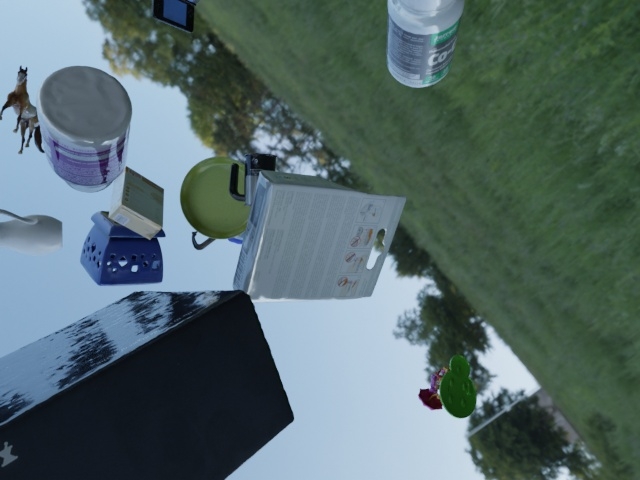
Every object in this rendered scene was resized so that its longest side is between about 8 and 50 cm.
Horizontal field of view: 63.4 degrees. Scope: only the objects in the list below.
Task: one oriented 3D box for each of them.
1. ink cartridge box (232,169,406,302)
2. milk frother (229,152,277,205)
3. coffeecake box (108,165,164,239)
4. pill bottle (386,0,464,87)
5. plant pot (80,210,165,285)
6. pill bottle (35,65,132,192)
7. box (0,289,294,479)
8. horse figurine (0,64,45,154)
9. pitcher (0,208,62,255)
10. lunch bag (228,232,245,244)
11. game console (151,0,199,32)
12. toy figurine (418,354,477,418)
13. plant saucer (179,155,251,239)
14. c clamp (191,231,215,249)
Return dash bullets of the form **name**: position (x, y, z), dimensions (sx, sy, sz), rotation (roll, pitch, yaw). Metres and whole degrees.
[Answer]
- **ink cartridge box**: position (0.000, 0.000, 1.278), dimensions (0.384, 0.309, 0.091), rotation (1, -153, -33)
- **milk frother**: position (-0.161, -0.158, 1.387), dimensions (0.129, 0.135, 0.143), rotation (4, -177, 28)
- **coffeecake box**: position (-0.551, -0.115, 1.564), dimensions (0.142, 0.068, 0.186), rotation (35, -152, -38)
- **pill bottle**: position (0.285, -0.610, 1.437), dimensions (0.204, 0.204, 0.361), rotation (51, 174, 18)
- **plant pot**: position (-0.694, 0.019, 1.839), dimensions (0.235, 0.212, 0.235), rotation (2, -162, -42)
- **pill bottle**: position (-0.488, -0.211, 1.082), dimensions (0.169, 0.301, 0.170), rotation (7, -110, -21)
- **box**: position (-0.400, 0.319, 0.984), dimensions (0.479, 0.471, 0.298), rotation (-29, -77, -41)
- **horse figurine**: position (-0.894, -0.374, 1.565), dimensions (0.066, 0.263, 0.175), rotation (4, -115, -6)
- **pitcher**: position (-0.887, -0.032, 1.550), dimensions (0.206, 0.178, 0.126), rotation (0, -124, -28)
- **lunch bag**: position (-0.215, -0.058, 2.058), dimensions (0.220, 0.138, 0.293), rotation (12, -132, 26)
- **game console**: position (-0.321, -0.557, 1.205), dimensions (0.071, 0.108, 0.122), rotation (6, -176, 33)
- **toy figurine**: position (0.348, 0.425, 1.495), dimensions (0.130, 0.159, 0.173), rotation (20, -116, -21)
- **plant saucer**: position (-0.291, -0.124, 1.524), dimensions (0.241, 0.241, 0.037), rotation (43, -175, -1)
- **c clamp**: position (-0.448, -0.042, 2.037), dimensions (0.137, 0.160, 0.022), rotation (51, -176, 26)
